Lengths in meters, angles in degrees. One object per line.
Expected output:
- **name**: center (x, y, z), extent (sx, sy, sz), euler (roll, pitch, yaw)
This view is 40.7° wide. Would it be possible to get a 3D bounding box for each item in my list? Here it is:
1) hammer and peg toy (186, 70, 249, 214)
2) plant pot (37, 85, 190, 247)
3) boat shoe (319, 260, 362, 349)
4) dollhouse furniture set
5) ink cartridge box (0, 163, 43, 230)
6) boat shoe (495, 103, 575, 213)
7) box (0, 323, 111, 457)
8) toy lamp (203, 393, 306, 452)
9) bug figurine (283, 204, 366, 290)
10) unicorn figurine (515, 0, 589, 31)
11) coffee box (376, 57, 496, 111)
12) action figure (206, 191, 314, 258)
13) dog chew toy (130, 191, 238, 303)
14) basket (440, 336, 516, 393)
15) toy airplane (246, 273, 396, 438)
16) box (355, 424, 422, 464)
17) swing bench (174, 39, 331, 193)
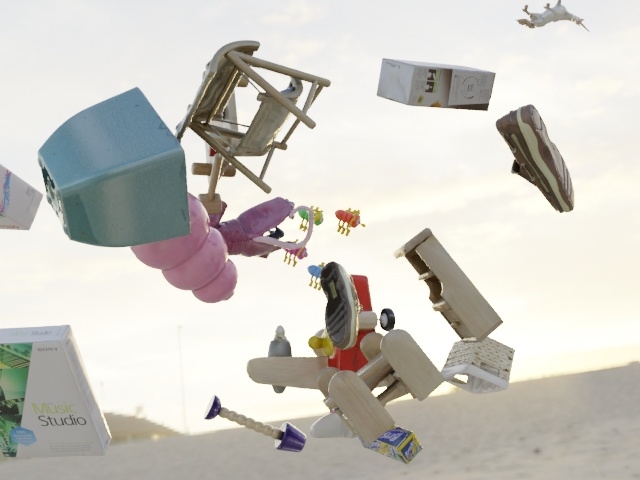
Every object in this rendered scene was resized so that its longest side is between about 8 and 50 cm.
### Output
- **hammer and peg toy**: center (-0.261, -0.262, 2.303), extent (0.127, 0.361, 0.266), euler (1, -22, -22)
- **plant pot**: center (-0.441, -0.130, 1.806), extent (0.252, 0.248, 0.247), euler (-21, -39, -22)
- **boat shoe**: center (0.051, 0.124, 1.603), extent (0.072, 0.190, 0.068), euler (29, -49, -36)
- **dollhouse furniture set**: center (0.143, 0.198, 1.832), extent (0.394, 0.256, 0.362), euler (-38, -4, -7)
- **ink cartridge box**: center (-0.900, -0.135, 2.252), extent (0.201, 0.117, 0.278), euler (3, -24, 26)
- **boat shoe**: center (0.435, -0.159, 1.761), extent (0.095, 0.095, 0.257), euler (-16, -62, 32)
- **box**: center (-0.583, 0.314, 1.765), extent (0.232, 0.058, 0.322), euler (-4, -58, 9)
- **toy lamp**: center (-0.168, 0.487, 2.276), extent (0.274, 0.080, 0.080), euler (26, -26, -12)
- **bug figurine**: center (0.000, 0.000, 2.584), extent (0.216, 0.279, 0.072), euler (20, -15, 23)
- **unicorn figurine**: center (0.584, -0.567, 2.171), extent (0.162, 0.060, 0.111), euler (4, -15, 45)
- **coffee box**: center (0.279, -0.376, 2.080), extent (0.246, 0.098, 0.141), euler (-1, 19, -30)
- **action figure**: center (-0.240, 0.005, 2.405), extent (0.370, 0.248, 0.275), euler (-13, 23, -39)
- **dog chew toy**: center (-0.324, 0.027, 2.126), extent (0.206, 0.206, 0.332), euler (-18, -54, 33)
- **basket**: center (0.370, 0.292, 2.035), extent (0.113, 0.103, 0.167), euler (24, -20, -10)
- **toy airplane**: center (0.053, 0.319, 2.211), extent (0.384, 0.386, 0.272), euler (-43, 24, -8)
- **box**: center (0.159, 0.467, 2.021), extent (0.059, 0.054, 0.169), euler (-41, 23, -25)
- **swing bench**: center (-0.155, -0.278, 1.871), extent (0.254, 0.165, 0.253), euler (27, -41, -12)
